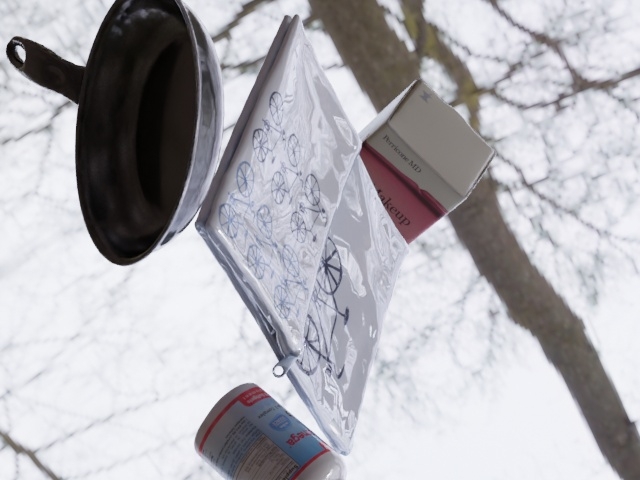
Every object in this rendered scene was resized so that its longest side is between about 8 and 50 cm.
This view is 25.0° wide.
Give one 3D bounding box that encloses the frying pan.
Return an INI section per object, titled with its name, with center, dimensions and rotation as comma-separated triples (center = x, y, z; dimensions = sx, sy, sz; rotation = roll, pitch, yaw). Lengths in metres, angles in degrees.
[frying pan]
center = -0.154, -0.076, 1.048
dimensions = 0.326, 0.053, 0.197
rotation = -7, -99, 58

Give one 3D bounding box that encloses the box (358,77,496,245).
[box]
center = 0.095, -0.079, 1.941
dimensions = 0.232, 0.148, 0.127
rotation = -41, -172, 43

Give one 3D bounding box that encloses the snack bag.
[snack bag]
center = 0.000, 0.000, 1.422
dimensions = 0.037, 0.342, 0.323
rotation = -9, -141, 25

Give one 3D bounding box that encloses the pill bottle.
[pill bottle]
center = -0.034, 0.210, 1.329
dimensions = 0.160, 0.087, 0.087
rotation = 38, -112, 21
